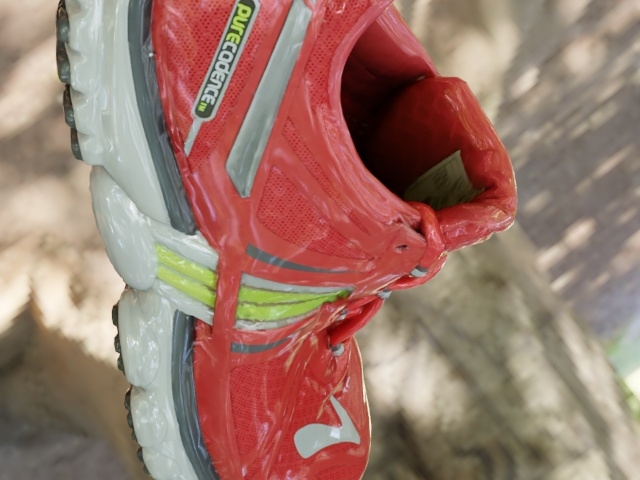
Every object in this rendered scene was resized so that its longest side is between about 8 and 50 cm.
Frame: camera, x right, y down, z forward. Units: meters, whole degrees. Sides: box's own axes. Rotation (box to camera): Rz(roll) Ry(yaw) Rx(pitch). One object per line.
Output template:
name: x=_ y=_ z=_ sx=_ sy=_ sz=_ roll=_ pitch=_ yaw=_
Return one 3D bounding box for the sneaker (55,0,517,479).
sneaker: x=0.000 y=0.000 z=0.551 sx=0.118 sy=0.107 sz=0.279 roll=2 pitch=140 yaw=10
